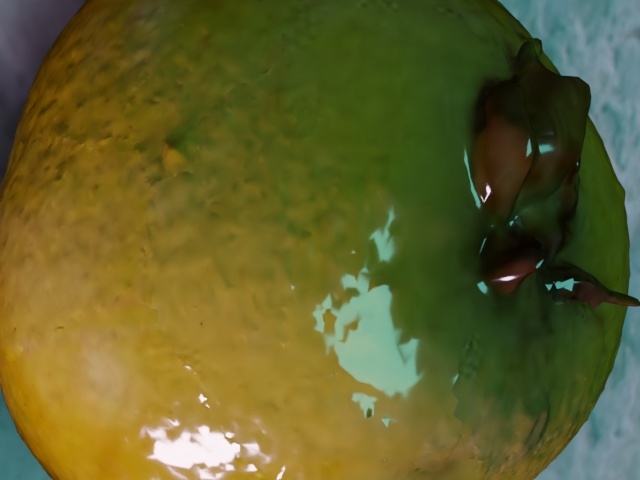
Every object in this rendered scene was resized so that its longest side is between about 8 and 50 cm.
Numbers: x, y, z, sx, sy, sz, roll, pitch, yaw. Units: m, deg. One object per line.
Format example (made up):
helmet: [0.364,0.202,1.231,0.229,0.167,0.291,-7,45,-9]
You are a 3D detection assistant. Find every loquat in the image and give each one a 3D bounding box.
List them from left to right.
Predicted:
loquat: [0.000,0.000,0.597,0.274,0.275,0.275,-14,114,-33]
